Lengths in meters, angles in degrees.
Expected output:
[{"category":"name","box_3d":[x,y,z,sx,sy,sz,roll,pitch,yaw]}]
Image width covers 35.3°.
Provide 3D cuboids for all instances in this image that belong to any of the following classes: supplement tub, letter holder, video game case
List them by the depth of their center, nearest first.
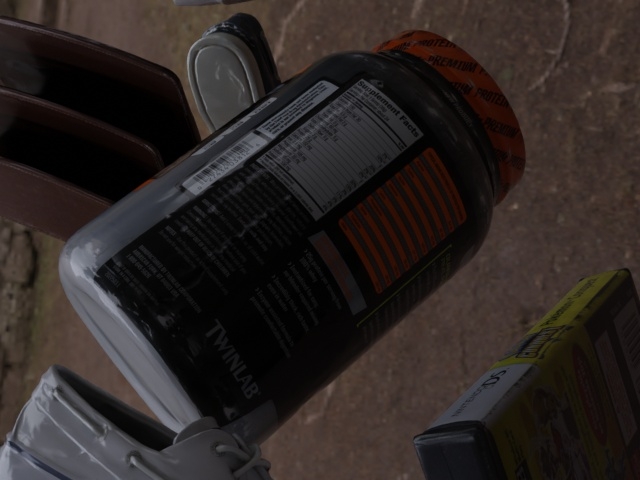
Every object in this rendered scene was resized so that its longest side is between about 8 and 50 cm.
[{"category":"video game case","box_3d":[0.153,0.176,0.511,0.035,0.248,0.275,-16,95,33]},{"category":"supplement tub","box_3d":[-0.012,-0.007,0.781,0.207,0.338,0.207,43,158,22]},{"category":"letter holder","box_3d":[-0.304,-0.121,1.168,0.152,0.301,0.214,-60,-22,-29]}]

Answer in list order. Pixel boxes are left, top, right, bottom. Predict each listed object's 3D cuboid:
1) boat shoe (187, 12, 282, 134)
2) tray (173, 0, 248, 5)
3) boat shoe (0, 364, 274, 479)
[{"category":"boat shoe","box_3d":[-0.063,-0.090,0.966,0.079,0.095,0.255,-55,-43,-49]},{"category":"tray","box_3d":[0.020,-0.247,0.815,0.030,0.270,0.145,64,152,15]},{"category":"boat shoe","box_3d":[-0.073,0.143,0.575,0.084,0.258,0.095,-69,-18,-5]}]
